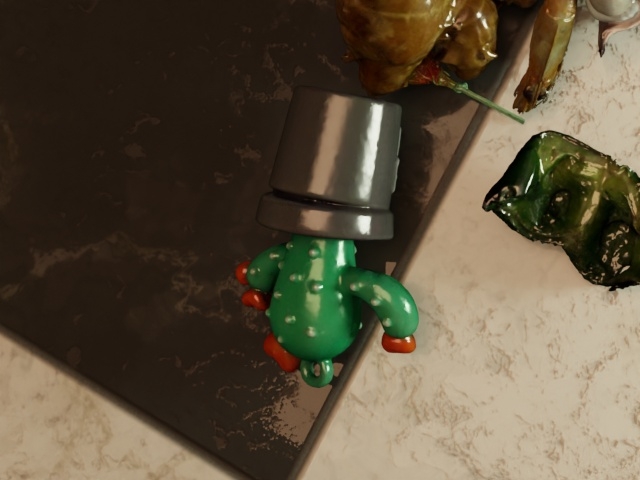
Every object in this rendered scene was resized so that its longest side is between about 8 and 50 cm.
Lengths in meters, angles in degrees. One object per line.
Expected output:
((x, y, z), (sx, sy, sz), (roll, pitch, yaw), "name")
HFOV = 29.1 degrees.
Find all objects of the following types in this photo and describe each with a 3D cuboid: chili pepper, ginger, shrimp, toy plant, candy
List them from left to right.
((0.013, 0.003, 1.659), (0.279, 0.185, 0.400), (11, 96, 10), "toy plant")
((0.150, -0.353, 1.608), (0.357, 0.274, 0.152), (-53, 37, 1), "ginger")
((0.192, -0.209, 1.698), (0.201, 0.060, 0.060), (30, 93, 10), "candy")
((0.298, -0.282, 1.635), (0.053, 0.133, 0.236), (7, 110, -9), "shrimp")
((0.358, -0.032, 1.599), (0.264, 0.116, 0.148), (28, 81, 18), "chili pepper")

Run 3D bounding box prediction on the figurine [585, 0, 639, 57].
((0.498, -0.379, 1.538), (0.361, 0.211, 0.253), (-13, 40, 22), "figurine")
